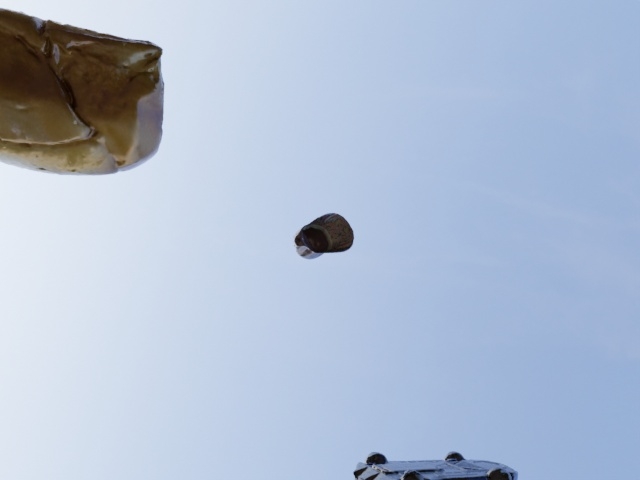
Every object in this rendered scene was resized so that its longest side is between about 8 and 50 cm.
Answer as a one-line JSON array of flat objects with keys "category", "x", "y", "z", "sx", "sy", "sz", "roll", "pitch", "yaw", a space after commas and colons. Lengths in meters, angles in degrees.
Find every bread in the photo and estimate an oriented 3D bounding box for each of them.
[{"category": "bread", "x": -0.293, "y": -0.139, "z": 0.515, "sx": 0.167, "sy": 0.295, "sz": 0.132, "roll": 41, "pitch": -57, "yaw": 58}]

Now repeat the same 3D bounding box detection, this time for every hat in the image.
[{"category": "hat", "x": 0.002, "y": 0.000, "z": 0.799, "sx": 0.058, "sy": 0.087, "sz": 0.042, "roll": 65, "pitch": -25, "yaw": 10}]

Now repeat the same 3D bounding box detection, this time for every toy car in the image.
[{"category": "toy car", "x": 0.144, "y": 0.299, "z": 0.705, "sx": 0.103, "sy": 0.217, "sz": 0.063, "roll": 165, "pitch": -68, "yaw": -65}]
